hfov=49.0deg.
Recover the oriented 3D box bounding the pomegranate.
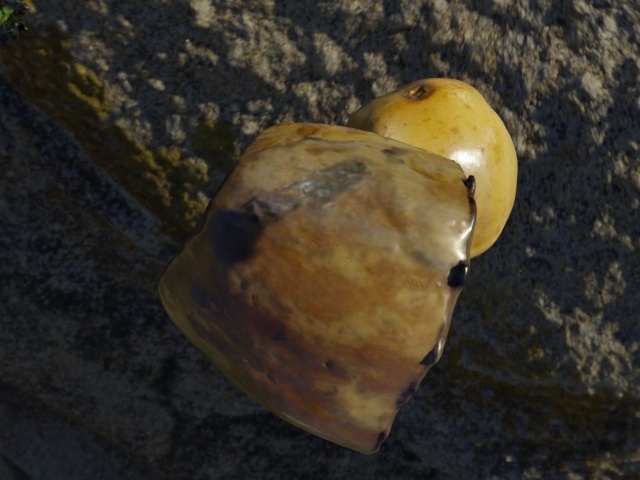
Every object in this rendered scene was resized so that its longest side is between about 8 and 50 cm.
[{"bbox_3d":[0.160,-0.103,1.073,0.307,0.307,0.307,6,117,12],"label":"pomegranate"}]

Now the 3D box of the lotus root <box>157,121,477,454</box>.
[{"bbox_3d":[0.000,0.000,0.687,0.249,0.316,0.316,25,120,-5],"label":"lotus root"}]

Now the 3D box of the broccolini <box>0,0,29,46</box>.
[{"bbox_3d":[-0.115,-0.145,0.329,0.271,0.123,0.062,-21,122,19],"label":"broccolini"}]
